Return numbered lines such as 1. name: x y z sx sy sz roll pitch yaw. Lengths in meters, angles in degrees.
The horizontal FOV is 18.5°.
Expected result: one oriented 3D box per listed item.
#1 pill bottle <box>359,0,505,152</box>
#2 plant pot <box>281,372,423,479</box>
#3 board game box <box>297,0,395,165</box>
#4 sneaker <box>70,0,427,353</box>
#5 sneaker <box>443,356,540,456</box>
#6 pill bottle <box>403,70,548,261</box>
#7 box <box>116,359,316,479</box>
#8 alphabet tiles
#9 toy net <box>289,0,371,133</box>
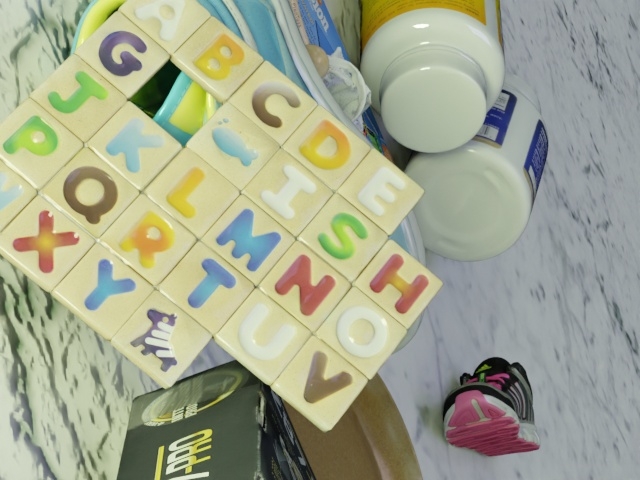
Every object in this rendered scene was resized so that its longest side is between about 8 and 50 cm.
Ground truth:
1. pill bottle: 0.090 -0.167 1.613 0.117 0.117 0.215 58 21 -33
2. plant pot: 0.016 0.180 1.334 0.236 0.032 0.236 46 35 -48
3. board game box: -0.008 -0.115 1.488 0.281 0.027 0.145 66 25 -19
4. sneaker: -0.051 -0.035 1.209 0.319 0.127 0.208 59 23 -10
5. sneaker: 0.137 0.130 1.615 0.170 0.063 0.074 34 45 -65
6. pill bottle: 0.136 -0.072 1.686 0.112 0.112 0.186 65 24 -21
7. box: 0.004 0.289 1.032 0.318 0.097 0.395 -88 157 -73
8. alphabet tiles: -0.055 -0.013 1.058 0.237 0.009 0.198 40 57 0
9. toy net: -0.025 -0.133 1.380 0.232 0.045 0.122 45 48 -38
